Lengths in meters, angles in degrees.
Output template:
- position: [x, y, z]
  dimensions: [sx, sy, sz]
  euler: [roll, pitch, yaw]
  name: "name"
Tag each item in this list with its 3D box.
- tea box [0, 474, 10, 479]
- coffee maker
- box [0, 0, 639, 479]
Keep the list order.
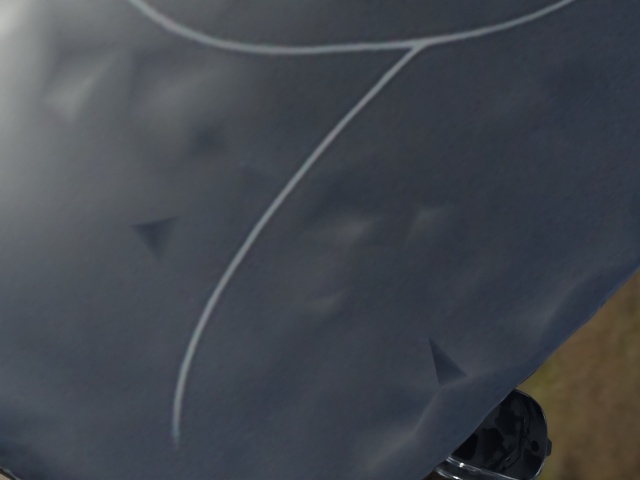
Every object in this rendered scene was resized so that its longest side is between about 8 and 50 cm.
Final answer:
- position: [-0.259, 0.153, 1.523]
  dimensions: [0.323, 0.220, 0.329]
  euler: [-105, 177, -47]
  name: "tea box"
- position: [0.082, 0.180, 1.496]
  dimensions: [0.171, 0.178, 0.120]
  euler: [-5, 73, -28]
  name: "coffee maker"
- position: [-0.038, -0.257, 0.369]
  dimensions: [0.480, 0.472, 0.297]
  euler: [44, 4, -36]
  name: "box"
